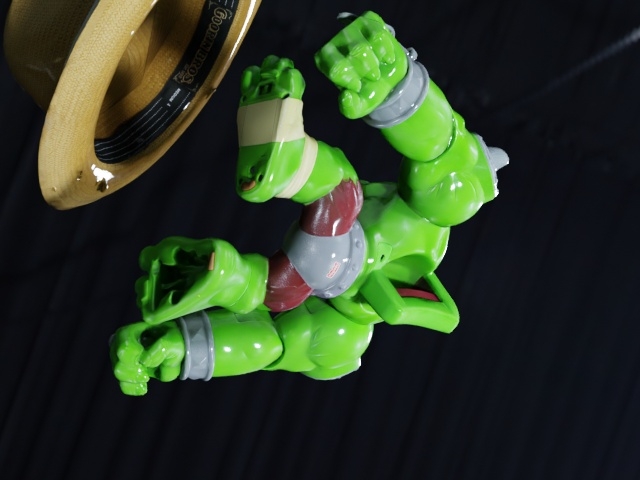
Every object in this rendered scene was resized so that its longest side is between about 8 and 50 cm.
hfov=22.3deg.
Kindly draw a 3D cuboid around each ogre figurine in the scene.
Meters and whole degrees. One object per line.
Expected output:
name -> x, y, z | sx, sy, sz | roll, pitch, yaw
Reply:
ogre figurine -> 0.000, 0.000, 0.710 | 0.118, 0.197, 0.097 | 20, -171, -37

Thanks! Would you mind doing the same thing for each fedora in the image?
fedora -> -0.102, -0.109, 0.813 | 0.079, 0.194, 0.194 | 35, -174, 12
